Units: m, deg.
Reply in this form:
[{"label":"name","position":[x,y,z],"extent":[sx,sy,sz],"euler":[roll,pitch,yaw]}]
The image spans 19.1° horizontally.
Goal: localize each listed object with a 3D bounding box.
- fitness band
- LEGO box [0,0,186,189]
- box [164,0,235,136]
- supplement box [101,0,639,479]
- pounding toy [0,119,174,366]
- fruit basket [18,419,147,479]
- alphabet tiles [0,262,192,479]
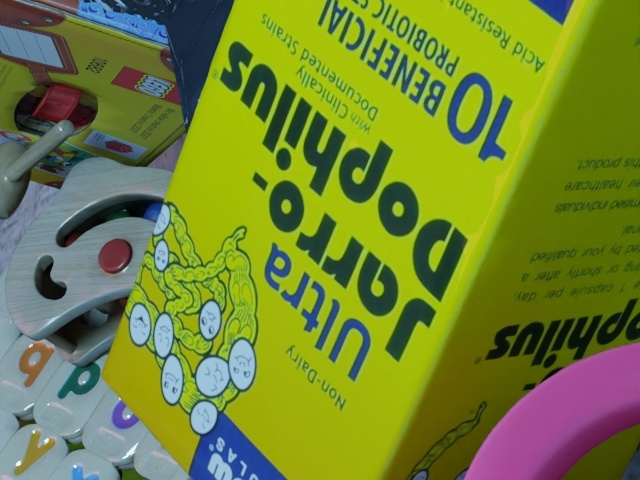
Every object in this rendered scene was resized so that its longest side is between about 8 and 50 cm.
[{"label":"fitness band","position":[0.145,0.179,0.730],"extent":[0.054,0.209,0.291],"euler":[56,-143,-65]},{"label":"LEGO box","position":[-0.158,-0.268,1.471],"extent":[0.500,0.193,0.372],"euler":[155,131,-71]},{"label":"box","position":[0.037,-0.145,1.104],"extent":[0.247,0.142,0.163],"euler":[-53,33,30]},{"label":"supplement box","position":[0.070,-0.032,0.888],"extent":[0.194,0.195,0.356],"euler":[43,123,37]},{"label":"pounding toy","position":[-0.170,0.009,1.456],"extent":[0.269,0.155,0.154],"euler":[10,73,29]},{"label":"fruit basket","position":[-0.264,0.276,1.634],"extent":[0.392,0.392,0.283],"euler":[118,150,-43]},{"label":"alphabet tiles","position":[-0.175,0.098,1.521],"extent":[0.284,0.021,0.278],"euler":[19,69,36]}]
